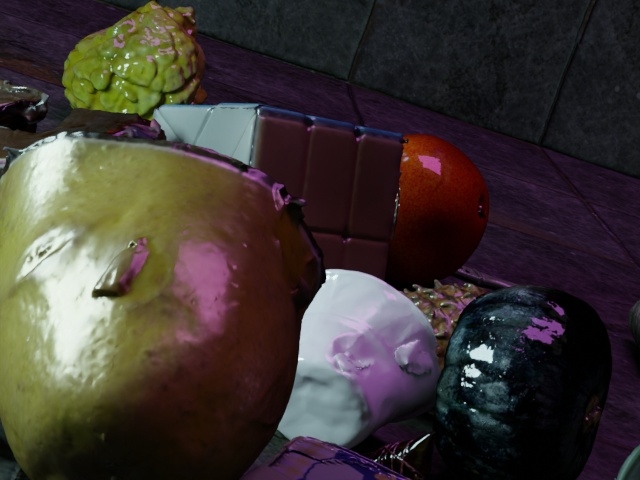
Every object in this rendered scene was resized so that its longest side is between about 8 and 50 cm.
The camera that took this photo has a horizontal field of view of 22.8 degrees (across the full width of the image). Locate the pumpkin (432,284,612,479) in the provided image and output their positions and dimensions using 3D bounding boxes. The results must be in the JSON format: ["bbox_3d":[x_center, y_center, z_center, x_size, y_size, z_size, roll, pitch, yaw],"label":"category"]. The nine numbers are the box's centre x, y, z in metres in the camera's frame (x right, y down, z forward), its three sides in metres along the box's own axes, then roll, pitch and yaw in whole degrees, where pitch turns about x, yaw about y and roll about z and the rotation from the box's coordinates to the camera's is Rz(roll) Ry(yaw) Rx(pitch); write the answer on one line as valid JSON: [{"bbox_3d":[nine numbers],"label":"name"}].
[{"bbox_3d":[0.211,0.159,1.642,0.163,0.233,0.233,10,11,22],"label":"pumpkin"}]

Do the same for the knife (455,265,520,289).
[{"bbox_3d":[0.254,0.060,2.464,0.293,0.020,0.043,21,16,7],"label":"knife"}]

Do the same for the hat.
[{"bbox_3d":[0.014,0.139,1.631,0.203,0.203,0.126,23,35,14],"label":"hat"}]

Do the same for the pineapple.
[{"bbox_3d":[0.067,0.116,1.804,0.279,0.158,0.158,4,17,-6],"label":"pineapple"}]

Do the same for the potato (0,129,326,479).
[{"bbox_3d":[-0.192,0.102,1.304,0.397,0.290,0.296,-14,36,30],"label":"potato"}]

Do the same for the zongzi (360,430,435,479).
[{"bbox_3d":[0.088,0.234,1.587,0.067,0.073,0.083,9,-22,-34],"label":"zongzi"}]

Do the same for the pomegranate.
[{"bbox_3d":[0.117,-0.046,2.309,0.257,0.221,0.221,-7,10,13],"label":"pomegranate"}]

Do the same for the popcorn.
[{"bbox_3d":[-0.288,-0.269,2.585,0.259,0.212,0.259,-21,9,4],"label":"popcorn"}]

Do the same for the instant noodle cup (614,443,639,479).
[{"bbox_3d":[0.420,0.269,1.462,0.214,0.296,0.296,-3,26,-39],"label":"instant noodle cup"}]

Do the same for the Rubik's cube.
[{"bbox_3d":[-0.062,-0.041,1.916,0.225,0.221,0.231,8,0,-38],"label":"Rubik's cube"}]

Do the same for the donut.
[{"bbox_3d":[-0.368,-0.084,1.861,0.345,0.136,0.259,11,29,28],"label":"donut"}]

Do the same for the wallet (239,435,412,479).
[{"bbox_3d":[0.021,0.260,1.325,0.223,0.077,0.309,22,16,15],"label":"wallet"}]

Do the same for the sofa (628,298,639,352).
[{"bbox_3d":[0.586,0.127,2.337,0.225,0.176,0.210,20,15,0],"label":"sofa"}]
